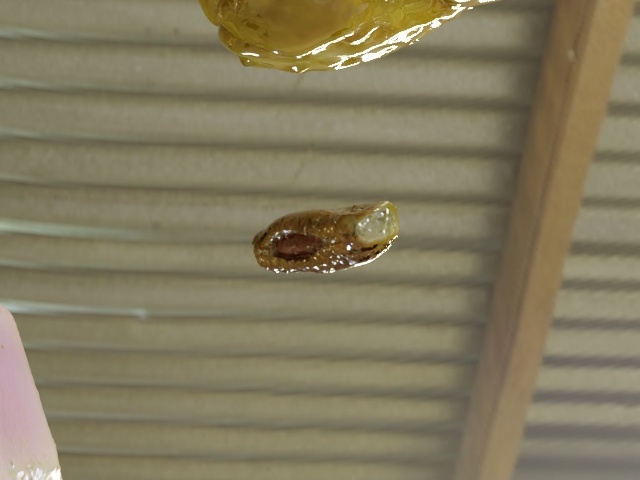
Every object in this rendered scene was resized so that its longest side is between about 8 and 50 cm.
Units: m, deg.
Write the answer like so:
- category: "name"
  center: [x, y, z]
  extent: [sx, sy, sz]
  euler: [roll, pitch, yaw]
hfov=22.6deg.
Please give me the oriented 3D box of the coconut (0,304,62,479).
- category: "coconut"
  center: [-0.328, 0.136, 1.219]
  extent: [0.233, 0.245, 0.233]
  euler: [-20, -21, -8]

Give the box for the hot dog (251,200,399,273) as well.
- category: "hot dog"
  center: [0.001, 0.000, 1.642]
  extent: [0.083, 0.068, 0.289]
  euler: [-12, 0, -20]

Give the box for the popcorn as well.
- category: "popcorn"
  center: [0.018, -0.198, 0.869]
  extent: [0.253, 0.191, 0.190]
  euler: [-18, -91, 15]
